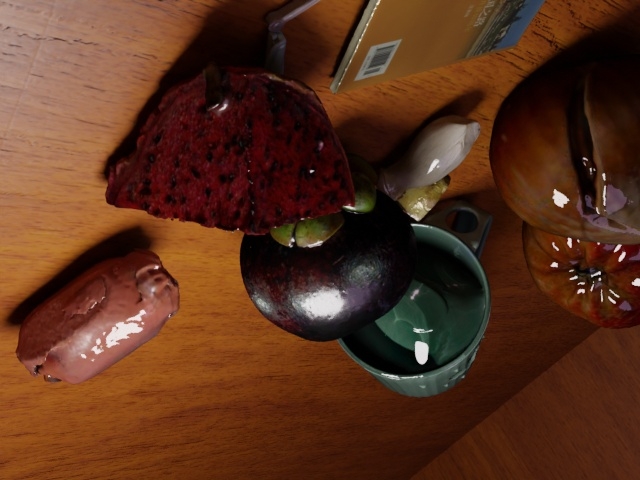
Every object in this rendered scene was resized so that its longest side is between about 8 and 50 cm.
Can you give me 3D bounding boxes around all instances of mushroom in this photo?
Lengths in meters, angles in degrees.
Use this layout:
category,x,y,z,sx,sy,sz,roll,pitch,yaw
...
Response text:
category,x,y,z,sx,sy,sz,roll,pitch,yaw
mushroom,0.188,-0.147,1.882,0.212,0.088,0.097,-39,-161,25

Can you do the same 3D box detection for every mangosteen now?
category,x,y,z,sx,sy,sz,roll,pitch,yaw
mangosteen,0.001,0.013,1.765,0.300,0.300,0.300,-26,155,-13

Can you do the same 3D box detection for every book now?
category,x,y,z,sx,sy,sz,roll,pitch,yaw
book,0.205,-0.342,1.591,0.374,0.028,0.262,-19,154,-30

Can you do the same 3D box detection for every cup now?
category,x,y,z,sx,sy,sz,roll,pitch,yaw
cup,0.229,0.140,2.216,0.401,0.310,0.392,-29,160,-1

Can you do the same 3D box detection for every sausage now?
category,x,y,z,sx,sy,sz,roll,pitch,yaw
sausage,-0.345,0.120,1.684,0.279,0.152,0.152,-35,155,9

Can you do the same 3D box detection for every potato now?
category,x,y,z,sx,sy,sz,roll,pitch,yaw
potato,0.180,-0.101,1.977,0.066,0.096,0.103,39,98,-28

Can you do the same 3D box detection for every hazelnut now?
category,x,y,z,sx,sy,sz,roll,pitch,yaw
hazelnut,0.515,-0.167,1.957,0.409,0.359,0.359,-25,156,-35

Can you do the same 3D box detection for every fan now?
category,x,y,z,sx,sy,sz,roll,pitch,yaw
fan,0.049,-0.354,1.415,0.282,0.023,0.057,-33,164,2

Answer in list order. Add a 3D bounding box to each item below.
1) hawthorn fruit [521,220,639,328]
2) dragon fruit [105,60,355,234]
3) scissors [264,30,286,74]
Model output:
category,x,y,z,sx,sy,sz,roll,pitch,yaw
hawthorn fruit,0.647,-0.033,2.324,0.403,0.403,0.403,-26,155,-13
dragon fruit,-0.156,-0.095,1.449,0.330,0.240,0.302,-10,126,19
scissors,-0.071,-0.209,1.532,0.125,0.030,0.256,-23,157,-20
